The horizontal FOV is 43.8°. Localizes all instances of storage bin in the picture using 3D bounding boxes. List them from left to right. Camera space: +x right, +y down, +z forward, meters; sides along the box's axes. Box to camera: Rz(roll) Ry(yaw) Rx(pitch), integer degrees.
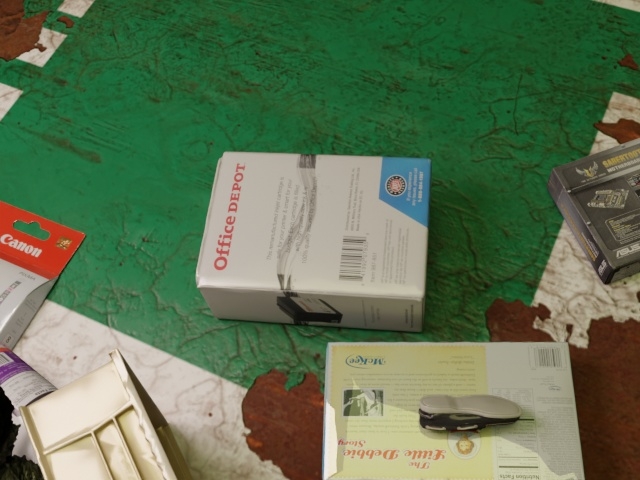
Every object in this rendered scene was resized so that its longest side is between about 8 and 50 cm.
[{"bbox_3d":[-0.207,0.306,0.917,0.123,0.262,0.260,-27,62,-13],"label":"storage bin"}]

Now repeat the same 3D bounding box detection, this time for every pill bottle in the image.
[{"bbox_3d":[-0.401,0.233,1.072,0.193,0.108,0.108,32,69,21],"label":"pill bottle"}]

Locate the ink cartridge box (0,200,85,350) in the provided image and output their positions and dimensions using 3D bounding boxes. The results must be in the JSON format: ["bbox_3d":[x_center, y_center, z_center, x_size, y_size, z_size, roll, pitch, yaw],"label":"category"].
[{"bbox_3d":[-0.504,0.046,1.219,0.189,0.066,0.232,20,70,17],"label":"ink cartridge box"}]

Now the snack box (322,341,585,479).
[{"bbox_3d":[0.166,0.228,1.038,0.322,0.060,0.187,-1,61,6],"label":"snack box"}]

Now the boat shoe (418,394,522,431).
[{"bbox_3d":[0.184,0.217,0.985,0.125,0.038,0.046,1,20,1],"label":"boat shoe"}]

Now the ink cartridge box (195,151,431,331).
[{"bbox_3d":[0.000,0.000,1.143,0.307,0.129,0.223,3,62,8],"label":"ink cartridge box"}]

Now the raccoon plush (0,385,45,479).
[{"bbox_3d":[-0.328,0.364,0.829,0.216,0.446,0.299,-34,49,-27],"label":"raccoon plush"}]

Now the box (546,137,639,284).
[{"bbox_3d":[0.478,-0.058,1.163,0.231,0.056,0.183,-20,60,-5],"label":"box"}]
